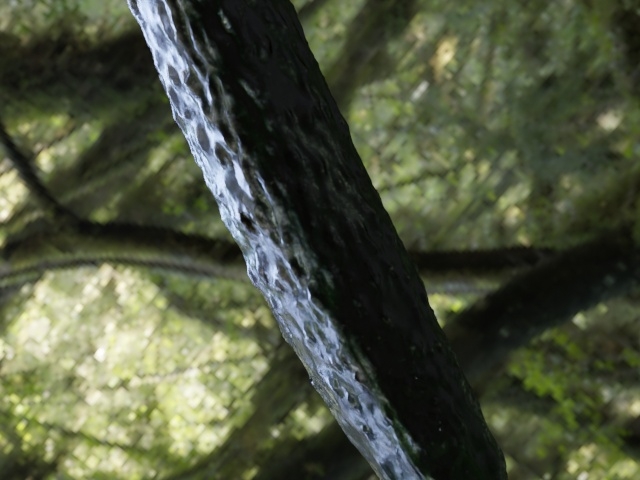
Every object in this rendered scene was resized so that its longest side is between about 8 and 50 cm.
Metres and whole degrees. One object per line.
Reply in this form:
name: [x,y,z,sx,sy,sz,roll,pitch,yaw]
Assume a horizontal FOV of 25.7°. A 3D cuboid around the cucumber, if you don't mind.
cucumber: [0.000,0.000,0.559,0.293,0.068,0.067,65,-165,2]
